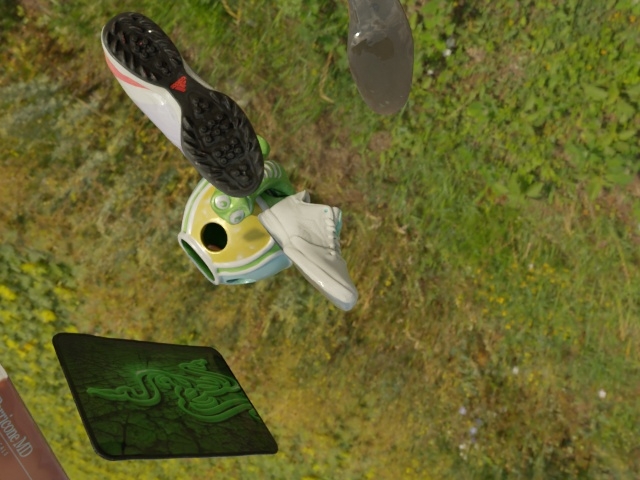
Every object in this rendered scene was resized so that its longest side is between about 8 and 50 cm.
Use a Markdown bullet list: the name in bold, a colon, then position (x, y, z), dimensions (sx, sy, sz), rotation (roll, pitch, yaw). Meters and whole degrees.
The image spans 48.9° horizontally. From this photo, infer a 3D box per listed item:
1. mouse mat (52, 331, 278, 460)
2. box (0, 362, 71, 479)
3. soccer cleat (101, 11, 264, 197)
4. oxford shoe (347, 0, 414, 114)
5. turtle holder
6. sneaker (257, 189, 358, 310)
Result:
- **mouse mat**: position (-0.138, 0.140, 0.642), dimensions (0.189, 0.007, 0.152), rotation (16, -157, -44)
- **box**: position (-0.427, 0.220, 0.599), dimensions (0.168, 0.345, 0.215), rotation (38, 148, 31)
- **soccer cleat**: position (-0.201, -0.190, 1.046), dimensions (0.318, 0.108, 0.116), rotation (49, 163, -1)
- **oxford shoe**: position (0.066, -0.252, 0.808), dimensions (0.076, 0.076, 0.212), rotation (-8, 103, 14)
- **turtle holder**: position (-0.129, -0.031, 1.286), dimensions (0.243, 0.227, 0.320), rotation (57, 163, -19)
- **sneaker**: position (0.000, 0.000, 0.913), dimensions (0.212, 0.094, 0.080), rotation (48, 174, 42)
